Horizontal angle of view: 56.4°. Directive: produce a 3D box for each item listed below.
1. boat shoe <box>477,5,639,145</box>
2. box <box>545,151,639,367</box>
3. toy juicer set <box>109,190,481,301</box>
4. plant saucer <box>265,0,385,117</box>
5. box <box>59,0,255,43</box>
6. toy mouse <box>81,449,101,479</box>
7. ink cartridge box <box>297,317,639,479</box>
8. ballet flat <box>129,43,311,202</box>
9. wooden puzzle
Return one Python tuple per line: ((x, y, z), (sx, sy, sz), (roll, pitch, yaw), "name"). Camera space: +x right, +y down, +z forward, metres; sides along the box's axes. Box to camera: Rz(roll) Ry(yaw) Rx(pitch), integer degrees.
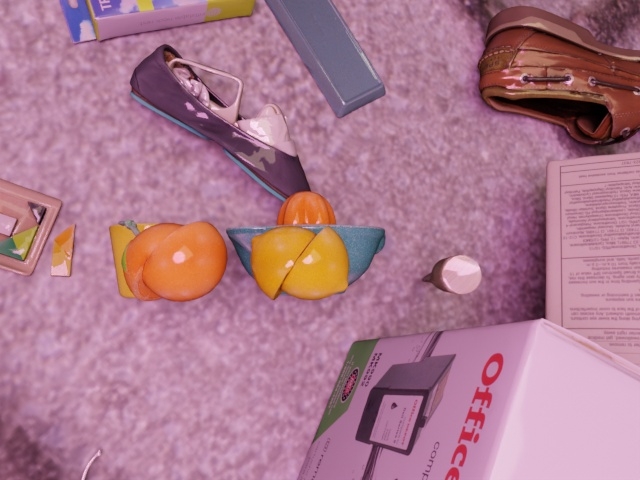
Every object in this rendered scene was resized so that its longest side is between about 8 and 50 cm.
((0.320, -0.156, 0.675), (0.307, 0.111, 0.105), (15, 77, -3), "boat shoe")
((0.275, 0.077, 0.522), (0.147, 0.121, 0.311), (-1, 55, 25), "box")
((0.000, 0.000, 0.478), (0.328, 0.209, 0.090), (0, 86, -16), "toy juicer set")
((-0.003, -0.226, 0.631), (0.067, 0.018, 0.192), (-31, 87, -21), "plant saucer")
((-0.163, -0.260, 0.575), (0.178, 0.042, 0.109), (-18, 83, -21), "box")
((-0.186, 0.253, 0.458), (0.143, 0.031, 0.161), (32, 71, -8), "toy mouse")
((0.084, 0.179, 0.420), (0.121, 0.289, 0.211), (28, 71, -10), "ink cartridge box")
((-0.078, -0.109, 0.547), (0.203, 0.074, 0.074), (35, 70, -5), "ballet flat")
((-0.263, -0.013, 0.504), (0.116, 0.014, 0.079), (14, 74, -14), "wooden puzzle")
